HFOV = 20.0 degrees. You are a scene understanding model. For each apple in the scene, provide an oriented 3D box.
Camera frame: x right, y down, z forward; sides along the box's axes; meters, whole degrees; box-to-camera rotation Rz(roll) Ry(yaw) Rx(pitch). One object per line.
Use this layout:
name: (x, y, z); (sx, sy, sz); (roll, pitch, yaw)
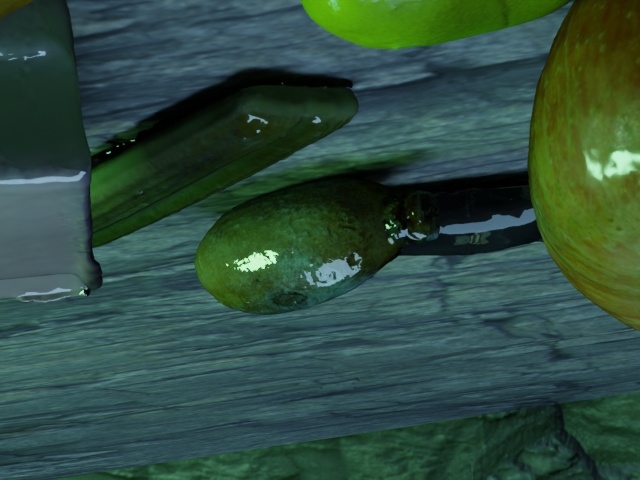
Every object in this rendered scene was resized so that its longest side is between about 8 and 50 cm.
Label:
apple: (0.256, -0.068, 0.908); (0.309, 0.250, 0.277); (25, 159, -33)

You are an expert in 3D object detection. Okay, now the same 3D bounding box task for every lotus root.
lotus root: (0.000, 0.000, 1.324); (0.192, 0.088, 0.113); (-17, 179, 31)

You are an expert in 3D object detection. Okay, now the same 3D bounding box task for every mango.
mango: (0.060, -0.140, 0.821); (0.163, 0.089, 0.117); (-13, 162, -30)

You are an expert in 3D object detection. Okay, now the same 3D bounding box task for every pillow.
pillow: (0.113, -0.016, 1.395); (0.150, 0.048, 0.090); (-4, 168, -2)

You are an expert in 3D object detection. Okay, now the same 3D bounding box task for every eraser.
eraser: (-0.305, -0.033, 0.981); (0.359, 0.122, 0.272); (-7, 164, -7)

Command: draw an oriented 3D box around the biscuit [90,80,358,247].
biscuit: (-0.105, -0.042, 1.208); (0.099, 0.038, 0.322); (1, 164, -39)

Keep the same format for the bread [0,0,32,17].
bread: (-0.164, -0.130, 0.581); (0.261, 0.147, 0.160); (-7, 166, 0)
